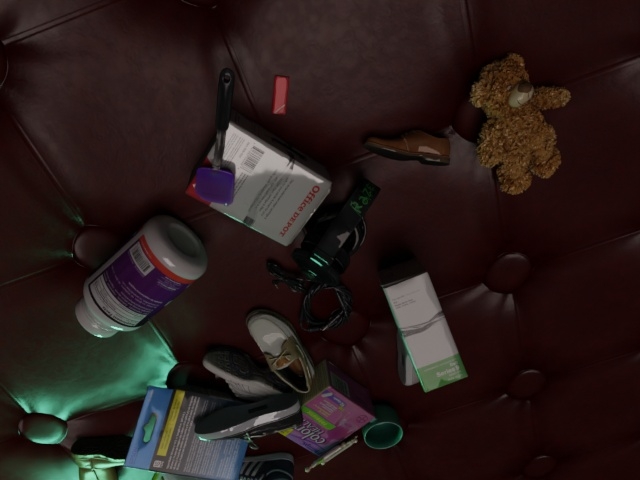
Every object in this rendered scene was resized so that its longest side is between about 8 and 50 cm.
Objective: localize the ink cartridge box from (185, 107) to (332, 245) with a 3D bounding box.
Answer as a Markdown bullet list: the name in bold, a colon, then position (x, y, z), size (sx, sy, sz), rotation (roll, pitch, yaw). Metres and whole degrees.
- **ink cartridge box**: position (-0.139, -0.140, 1.176), size (0.272, 0.114, 0.197), rotation (30, 113, -21)

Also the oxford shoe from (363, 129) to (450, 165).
- **oxford shoe**: position (0.205, -0.228, 1.207), size (0.212, 0.076, 0.076), rotation (7, 90, -9)

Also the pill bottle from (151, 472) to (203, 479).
- **pill bottle**: position (-0.463, 0.810, 1.658), size (0.187, 0.188, 0.334), rotation (19, 121, -18)

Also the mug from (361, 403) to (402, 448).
- **mug**: position (0.199, 0.593, 1.671), size (0.129, 0.097, 0.158), rotation (0, 120, -7)

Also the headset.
- **headset**: position (0.000, 0.000, 1.232), size (0.185, 0.243, 0.394), rotation (33, 133, 2)

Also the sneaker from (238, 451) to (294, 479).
- **sneaker**: position (-0.226, 0.818, 1.718), size (0.282, 0.153, 0.099), rotation (-11, 121, 0)

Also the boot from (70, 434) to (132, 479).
- **boot**: position (-0.681, 0.759, 1.669), size (0.236, 0.089, 0.270), rotation (4, 121, 2)

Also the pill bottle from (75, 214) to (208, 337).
- **pill bottle**: position (-0.442, 0.096, 1.240), size (0.323, 0.182, 0.181), rotation (-38, 118, 16)

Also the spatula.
- **spatula**: position (-0.208, -0.205, 1.047), size (0.084, 0.030, 0.297), rotation (9, 118, -7)

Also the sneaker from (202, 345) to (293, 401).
- **sneaker**: position (-0.226, 0.417, 1.508), size (0.297, 0.111, 0.129), rotation (33, 116, -23)

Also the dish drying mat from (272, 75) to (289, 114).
- **dish drying mat**: position (-0.089, -0.324, 1.134), size (0.032, 0.008, 0.083), rotation (4, 120, -9)

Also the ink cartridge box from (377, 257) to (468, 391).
- **ink cartridge box**: position (0.258, 0.209, 1.327), size (0.121, 0.211, 0.289), rotation (-22, 97, 5)

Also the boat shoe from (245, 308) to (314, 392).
- **boat shoe**: position (-0.105, 0.320, 1.463), size (0.113, 0.103, 0.302), rotation (-32, 119, 12)

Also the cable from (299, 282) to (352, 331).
- **cable**: position (0.020, 0.186, 1.432), size (0.150, 0.047, 0.185), rotation (6, 119, -11)

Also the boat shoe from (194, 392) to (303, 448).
- **boat shoe**: position (-0.201, 0.531, 1.460), size (0.306, 0.113, 0.105), rotation (-15, 107, -13)

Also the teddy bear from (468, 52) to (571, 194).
- **teddy bear**: position (0.470, -0.259, 1.188), size (0.245, 0.113, 0.338), rotation (-13, 122, -2)

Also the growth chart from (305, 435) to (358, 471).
- **growth chart**: position (0.046, 0.694, 1.667), size (0.172, 0.021, 0.237), rotation (-34, 158, -1)

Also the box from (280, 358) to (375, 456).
- **box**: position (0.005, 0.528, 1.595), size (0.243, 0.117, 0.213), rotation (-40, 118, 16)

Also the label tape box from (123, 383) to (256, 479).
- **label tape box**: position (-0.380, 0.565, 1.514), size (0.333, 0.106, 0.241), rotation (18, 84, -18)

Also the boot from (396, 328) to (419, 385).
- **boot**: position (0.304, 0.327, 1.541), size (0.123, 0.095, 0.258), rotation (-12, 127, -12)
